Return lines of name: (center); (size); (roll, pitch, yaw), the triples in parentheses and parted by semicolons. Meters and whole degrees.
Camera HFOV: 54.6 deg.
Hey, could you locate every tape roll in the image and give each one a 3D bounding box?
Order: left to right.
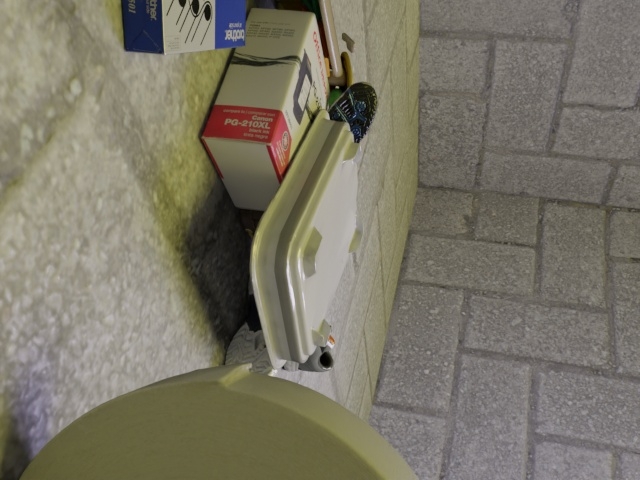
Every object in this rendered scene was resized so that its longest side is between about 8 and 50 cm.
tape roll: (-0.080, 0.298, 0.486); (0.072, 0.392, 0.392); (5, 92, -76)

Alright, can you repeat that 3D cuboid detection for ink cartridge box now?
ink cartridge box: (-0.139, -0.257, 0.671); (0.207, 0.046, 0.097); (-51, 147, -65)
ink cartridge box: (-0.066, -0.184, 0.885); (0.172, 0.100, 0.237); (74, 27, -60)

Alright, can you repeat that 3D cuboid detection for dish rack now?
dish rack: (0.000, 0.000, 0.913); (0.285, 0.072, 0.333); (83, 21, -45)

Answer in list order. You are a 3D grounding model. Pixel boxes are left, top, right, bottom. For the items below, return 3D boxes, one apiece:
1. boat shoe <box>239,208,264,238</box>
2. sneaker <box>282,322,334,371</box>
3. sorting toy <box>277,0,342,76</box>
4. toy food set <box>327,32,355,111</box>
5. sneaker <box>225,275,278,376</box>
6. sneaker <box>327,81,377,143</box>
boat shoe: (-0.043, -0.025, 1.069); (0.324, 0.097, 0.116); (21, 77, -76)
sneaker: (-0.026, 0.161, 1.219); (0.100, 0.108, 0.271); (-66, 157, -44)
sorting toy: (-0.032, -0.361, 0.935); (0.196, 0.047, 0.347); (62, -5, 30)
toy food set: (0.024, -0.316, 1.279); (0.128, 0.071, 0.218); (-104, -169, -54)
sneaker: (-0.078, 0.167, 1.029); (0.153, 0.094, 0.235); (59, 30, -55)
sneaker: (0.023, -0.180, 1.037); (0.211, 0.080, 0.081); (-55, -155, 34)
